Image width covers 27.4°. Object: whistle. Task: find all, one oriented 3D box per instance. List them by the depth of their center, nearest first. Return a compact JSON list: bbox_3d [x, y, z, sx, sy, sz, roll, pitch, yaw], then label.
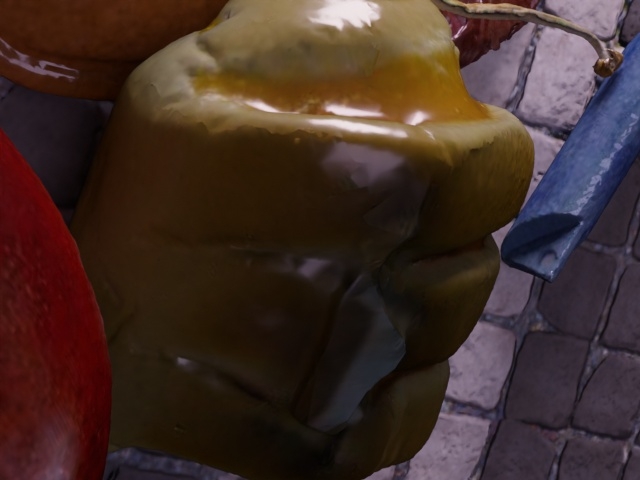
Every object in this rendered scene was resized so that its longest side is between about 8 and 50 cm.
[{"bbox_3d":[0.250,-0.102,1.093,0.062,0.062,0.304,37,83,-31],"label":"whistle"}]

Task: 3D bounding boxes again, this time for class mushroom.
[{"bbox_3d":[0.141,-0.168,0.986,0.286,0.028,0.026,13,139,-42],"label":"mushroom"}]

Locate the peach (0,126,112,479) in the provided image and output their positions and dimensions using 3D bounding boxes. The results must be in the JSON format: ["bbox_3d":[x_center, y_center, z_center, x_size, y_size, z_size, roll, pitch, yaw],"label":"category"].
[{"bbox_3d":[-0.294,0.098,0.681,0.353,0.339,0.416,13,93,-48],"label":"peach"}]

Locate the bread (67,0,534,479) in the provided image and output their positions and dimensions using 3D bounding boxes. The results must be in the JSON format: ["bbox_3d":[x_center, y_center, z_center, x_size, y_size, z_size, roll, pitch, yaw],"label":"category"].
[{"bbox_3d":[0.000,0.000,0.858,0.300,0.210,0.341,16,107,-38],"label":"bread"}]

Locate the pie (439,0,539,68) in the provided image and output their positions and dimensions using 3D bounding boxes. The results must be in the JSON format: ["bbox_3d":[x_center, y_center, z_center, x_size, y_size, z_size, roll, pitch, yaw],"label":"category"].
[{"bbox_3d":[0.103,-0.219,0.983,0.182,0.049,0.182,-15,114,-36],"label":"pie"}]

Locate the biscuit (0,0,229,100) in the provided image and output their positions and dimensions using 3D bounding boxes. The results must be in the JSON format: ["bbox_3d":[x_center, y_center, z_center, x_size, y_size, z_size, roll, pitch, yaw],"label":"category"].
[{"bbox_3d":[-0.131,-0.293,0.805,0.349,0.078,0.455,-30,119,-9],"label":"biscuit"}]
